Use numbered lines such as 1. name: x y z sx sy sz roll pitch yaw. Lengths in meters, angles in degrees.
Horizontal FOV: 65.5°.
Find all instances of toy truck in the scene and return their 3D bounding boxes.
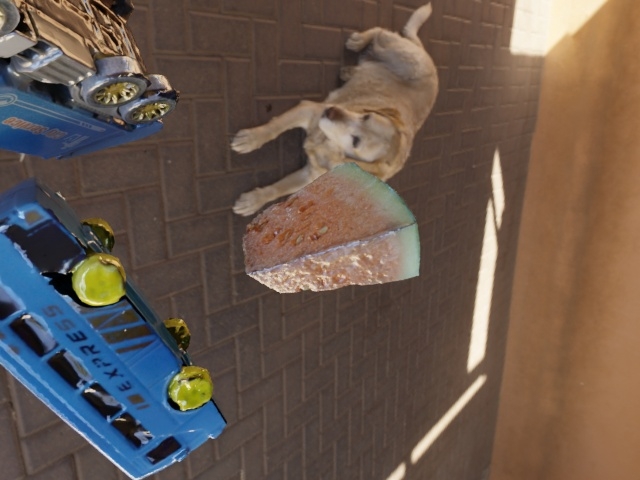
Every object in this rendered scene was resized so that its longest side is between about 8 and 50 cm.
1. toy truck: -0.258 -0.171 0.430 0.367 0.175 0.146 1 65 -82
2. toy truck: -0.264 0.116 0.599 0.162 0.161 0.385 -36 123 -13

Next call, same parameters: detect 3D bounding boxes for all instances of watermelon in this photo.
1. watermelon: 0.000 0.000 0.774 0.256 0.193 0.140 -21 128 -13
